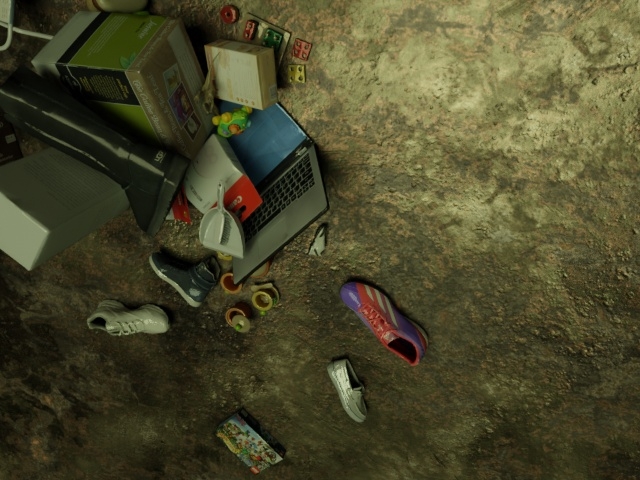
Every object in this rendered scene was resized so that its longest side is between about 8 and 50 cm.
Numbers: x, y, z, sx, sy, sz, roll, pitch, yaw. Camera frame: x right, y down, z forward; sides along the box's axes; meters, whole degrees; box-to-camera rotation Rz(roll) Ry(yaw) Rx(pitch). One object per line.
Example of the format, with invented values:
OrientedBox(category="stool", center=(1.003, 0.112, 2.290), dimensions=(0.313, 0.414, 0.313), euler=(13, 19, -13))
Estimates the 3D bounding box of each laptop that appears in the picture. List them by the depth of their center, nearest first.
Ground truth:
OrientedBox(category="laptop", center=(-0.213, -0.165, 1.634), dimensions=(0.236, 0.408, 0.382), euler=(28, 126, -35))

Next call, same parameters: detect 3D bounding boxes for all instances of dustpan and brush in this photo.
OrientedBox(category="dustpan and brush", center=(-0.267, -0.062, 1.604), dimensions=(0.147, 0.060, 0.211), euler=(15, 104, 24))

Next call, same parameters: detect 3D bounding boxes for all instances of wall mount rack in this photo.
OrientedBox(category="wall mount rack", center=(-0.814, -0.691, 1.643), dimensions=(0.304, 0.130, 0.350), euler=(24, 118, 12))

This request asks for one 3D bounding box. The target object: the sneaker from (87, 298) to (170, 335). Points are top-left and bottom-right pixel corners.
OrientedBox(category="sneaker", center=(-0.655, 0.284, 2.027), dimensions=(0.297, 0.129, 0.111), euler=(3, 112, 15))

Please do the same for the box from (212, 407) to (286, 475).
OrientedBox(category="box", center=(-0.259, 0.732, 2.151), dimensions=(0.233, 0.044, 0.159), euler=(46, 118, -6))

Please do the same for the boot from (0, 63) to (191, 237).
OrientedBox(category="boot", center=(-0.576, -0.207, 1.511), dimensions=(0.445, 0.146, 0.367), euler=(26, 146, -12))

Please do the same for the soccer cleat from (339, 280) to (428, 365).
OrientedBox(category="soccer cleat", center=(0.185, 0.241, 1.750), dimensions=(0.318, 0.116, 0.108), euler=(40, 119, -3))

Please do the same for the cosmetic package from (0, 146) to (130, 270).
OrientedBox(category="cosmetic package", center=(-0.731, -0.127, 1.680), dimensions=(0.230, 0.453, 0.161), euler=(38, 119, -1))

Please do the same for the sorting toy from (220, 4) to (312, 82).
OrientedBox(category="sorting toy", center=(-0.155, -0.504, 1.562), dimensions=(0.274, 0.046, 0.132), euler=(27, 119, 4))

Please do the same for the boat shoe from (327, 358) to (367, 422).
OrientedBox(category="boat shoe", center=(0.103, 0.484, 1.904), dimensions=(0.075, 0.083, 0.226), euler=(-24, 104, 26))

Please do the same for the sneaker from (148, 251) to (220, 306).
OrientedBox(category="sneaker", center=(-0.425, 0.082, 1.889), dimensions=(0.226, 0.086, 0.163), euler=(42, 117, -2))

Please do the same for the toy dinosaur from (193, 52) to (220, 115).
OrientedBox(category="toy dinosaur", center=(-0.291, -0.391, 1.537), dimensions=(0.053, 0.093, 0.183), euler=(9, 137, 1))

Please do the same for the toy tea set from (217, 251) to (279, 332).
OrientedBox(category="toy tea set", center=(-0.235, 0.143, 1.833), dimensions=(0.200, 0.124, 0.336), euler=(3, 114, 16))

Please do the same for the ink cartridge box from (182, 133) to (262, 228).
OrientedBox(category="ink cartridge box", center=(-0.285, -0.146, 1.641), dimensions=(0.189, 0.066, 0.232), euler=(-41, 65, 28))

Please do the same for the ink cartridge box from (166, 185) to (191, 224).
OrientedBox(category="ink cartridge box", center=(-0.464, -0.145, 1.749), dimensions=(0.224, 0.056, 0.181), euler=(24, 127, 52))

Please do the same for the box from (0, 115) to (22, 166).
OrientedBox(category="box", center=(-1.083, -0.276, 1.886), dimensions=(0.167, 0.168, 0.203), euler=(0, 114, 18))

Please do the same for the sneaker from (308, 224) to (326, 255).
OrientedBox(category="sneaker", center=(0.000, 0.000, 1.750), dimensions=(0.043, 0.040, 0.109), euler=(18, 122, -9))

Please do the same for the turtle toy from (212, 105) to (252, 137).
OrientedBox(category="turtle toy", center=(-0.237, -0.315, 1.592), dimensions=(0.130, 0.095, 0.066), euler=(-1, 114, 51))

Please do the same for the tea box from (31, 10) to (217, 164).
OrientedBox(category="tea box", center=(-0.486, -0.385, 1.539), dimensions=(0.323, 0.220, 0.329), euler=(12, 147, 18))

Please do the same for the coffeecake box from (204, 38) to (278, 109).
OrientedBox(category="coffeecake box", center=(-0.205, -0.433, 1.541), dimensions=(0.185, 0.068, 0.142), euler=(22, 132, 32))

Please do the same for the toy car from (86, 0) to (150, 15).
OrientedBox(category="toy car", center=(-0.569, -0.647, 1.606), dimensions=(0.188, 0.149, 0.155), euler=(5, 114, 47))
